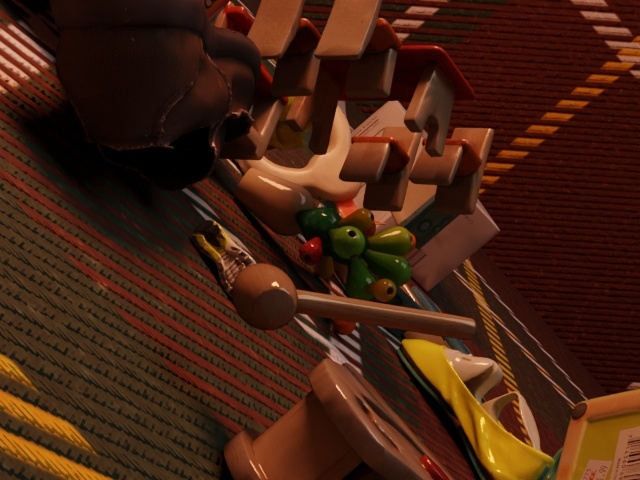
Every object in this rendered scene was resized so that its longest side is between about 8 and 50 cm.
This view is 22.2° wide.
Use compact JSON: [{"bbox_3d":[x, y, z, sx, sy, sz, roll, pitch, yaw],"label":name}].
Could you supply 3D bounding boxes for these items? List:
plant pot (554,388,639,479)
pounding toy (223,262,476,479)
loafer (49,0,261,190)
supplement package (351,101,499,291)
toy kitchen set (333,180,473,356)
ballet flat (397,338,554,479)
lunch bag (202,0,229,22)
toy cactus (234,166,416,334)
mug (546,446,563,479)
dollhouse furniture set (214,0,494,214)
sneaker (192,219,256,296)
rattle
[{"bbox_3d":[0.321,0.242,1.377,0.207,0.227,0.228,38,56,-27],"label":"plant pot"},{"bbox_3d":[0.049,0.122,0.929,0.269,0.155,0.154,48,4,-8],"label":"pounding toy"},{"bbox_3d":[-0.128,-0.101,1.226,0.366,0.134,0.130,19,71,-81],"label":"loafer"},{"bbox_3d":[0.124,-0.068,2.263,0.139,0.134,0.244,45,10,-30],"label":"supplement package"},{"bbox_3d":[0.129,0.036,1.703,0.207,0.166,0.122,40,12,-47],"label":"toy kitchen set"},{"bbox_3d":[0.157,0.162,1.601,0.077,0.077,0.231,40,12,-45],"label":"ballet flat"},{"bbox_3d":[-0.202,-0.279,1.394,0.293,0.120,0.258,36,-3,-7],"label":"lunch bag"},{"bbox_3d":[0.000,0.000,1.516,0.180,0.112,0.219,32,9,6],"label":"toy cactus"},{"bbox_3d":[0.268,0.277,1.599,0.129,0.097,0.158,49,7,0],"label":"mug"},{"bbox_3d":[0.011,-0.149,1.480,0.259,0.135,0.262,3,-27,31],"label":"dollhouse furniture set"},{"bbox_3d":[-0.064,0.018,1.237,0.083,0.031,0.035,54,9,30],"label":"sneaker"},{"bbox_3d":[-0.017,-0.057,1.699,0.130,0.143,0.200,-32,74,-39],"label":"rattle"}]
